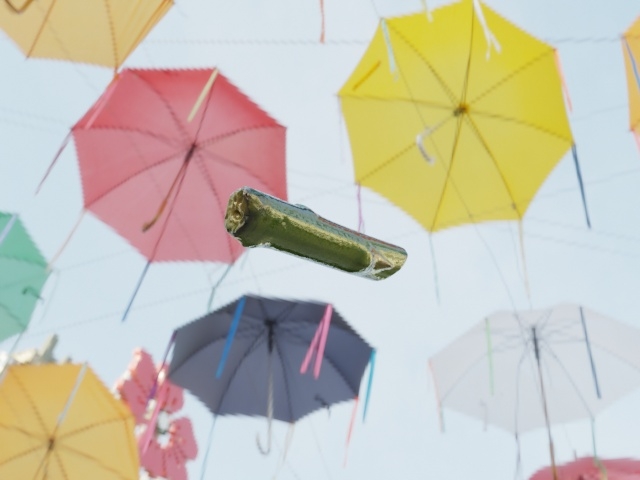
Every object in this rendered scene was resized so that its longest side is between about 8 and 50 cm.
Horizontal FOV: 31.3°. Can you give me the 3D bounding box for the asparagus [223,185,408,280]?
[{"bbox_3d":[-0.001,0.001,1.361,0.278,0.067,0.060,21,-57,-40],"label":"asparagus"}]
